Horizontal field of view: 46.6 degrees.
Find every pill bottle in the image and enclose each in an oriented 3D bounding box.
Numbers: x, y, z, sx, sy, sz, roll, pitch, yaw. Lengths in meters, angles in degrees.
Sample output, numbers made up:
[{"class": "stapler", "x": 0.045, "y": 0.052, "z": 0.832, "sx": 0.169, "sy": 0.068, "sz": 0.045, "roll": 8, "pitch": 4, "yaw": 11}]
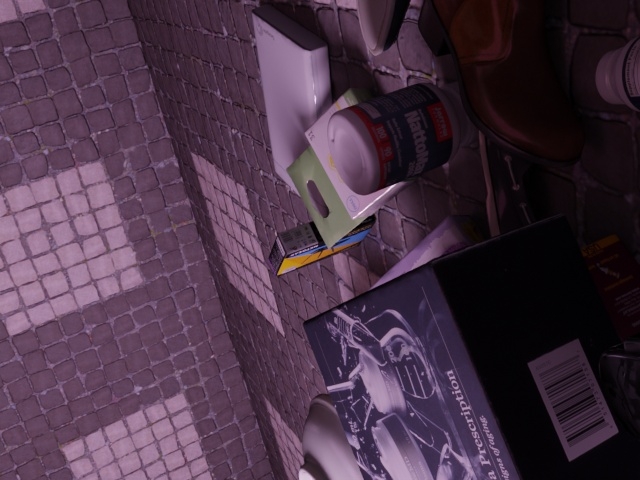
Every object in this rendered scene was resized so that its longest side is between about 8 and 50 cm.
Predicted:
[{"class": "pill bottle", "x": 0.110, "y": -0.134, "z": 0.917, "sx": 0.108, "sy": 0.180, "sz": 0.108, "roll": 52, "pitch": 156, "yaw": 36}, {"class": "pill bottle", "x": 0.288, "y": -0.139, "z": 0.611, "sx": 0.120, "sy": 0.067, "sz": 0.067, "roll": 17, "pitch": 126, "yaw": 66}]

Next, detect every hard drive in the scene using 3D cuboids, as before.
[{"class": "hard drive", "x": -0.043, "y": -0.238, "z": 1.410, "sx": 0.233, "sy": 0.047, "sz": 0.353, "roll": 47, "pitch": 151, "yaw": 45}]

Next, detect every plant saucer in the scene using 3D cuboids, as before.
[{"class": "plant saucer", "x": 0.055, "y": 0.466, "z": 1.286, "sx": 0.400, "sy": 0.100, "sz": 0.401, "roll": 52, "pitch": 157, "yaw": 33}]

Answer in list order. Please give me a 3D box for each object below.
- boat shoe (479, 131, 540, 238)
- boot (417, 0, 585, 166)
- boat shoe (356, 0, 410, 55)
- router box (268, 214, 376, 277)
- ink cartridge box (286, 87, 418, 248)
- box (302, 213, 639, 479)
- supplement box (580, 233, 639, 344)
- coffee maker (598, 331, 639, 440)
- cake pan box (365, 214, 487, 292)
[{"class": "boat shoe", "x": 0.226, "y": -0.092, "z": 0.871, "sx": 0.064, "sy": 0.075, "sz": 0.206, "roll": -2, "pitch": 109, "yaw": 24}, {"class": "boot", "x": 0.219, "y": -0.242, "z": 0.707, "sx": 0.280, "sy": 0.096, "sz": 0.264, "roll": 114, "pitch": 138, "yaw": -55}, {"class": "boat shoe", "x": 0.094, "y": -0.340, "z": 0.888, "sx": 0.095, "sy": 0.079, "sz": 0.255, "roll": 54, "pitch": 154, "yaw": 39}, {"class": "router box", "x": 0.000, "y": 0.000, "z": 1.355, "sx": 0.046, "sy": 0.178, "sz": 0.133, "roll": 65, "pitch": 162, "yaw": 14}, {"class": "ink cartridge box", "x": 0.029, "y": -0.108, "z": 1.203, "sx": 0.235, "sy": 0.056, "sz": 0.171, "roll": -39, "pitch": 73, "yaw": 39}, {"class": "box", "x": 0.170, "y": 0.192, "z": 0.808, "sx": 0.312, "sy": 0.178, "sz": 0.344, "roll": -36, "pitch": 74, "yaw": 62}, {"class": "supplement box", "x": 0.315, "y": 0.104, "z": 0.781, "sx": 0.188, "sy": 0.080, "sz": 0.104, "roll": 59, "pitch": 158, "yaw": 23}, {"class": "coffee maker", "x": 0.332, "y": 0.084, "z": 0.571, "sx": 0.120, "sy": 0.178, "sz": 0.171, "roll": 59, "pitch": 159, "yaw": 20}, {"class": "cake pan box", "x": 0.171, "y": 0.137, "z": 1.036, "sx": 0.267, "sy": 0.070, "sz": 0.246, "roll": -45, "pitch": 62, "yaw": 33}]
